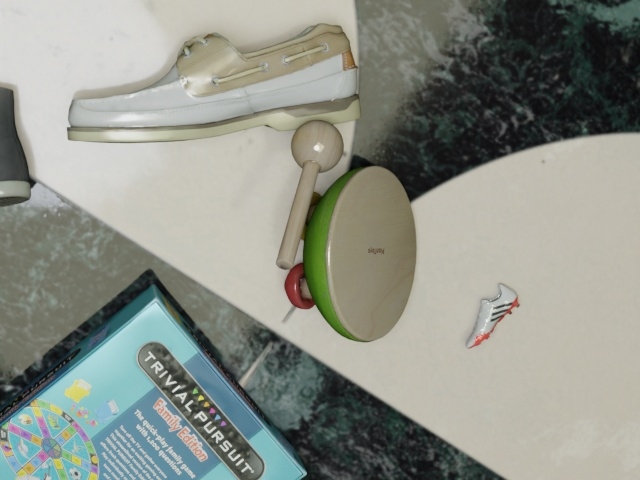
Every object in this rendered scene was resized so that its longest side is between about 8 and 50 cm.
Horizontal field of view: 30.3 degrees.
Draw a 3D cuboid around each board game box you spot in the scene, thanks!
[{"bbox_3d":[-0.226,0.251,1.253,0.336,0.079,0.254,-39,104,-2],"label":"board game box"}]

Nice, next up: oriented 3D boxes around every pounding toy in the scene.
[{"bbox_3d":[0.000,0.000,1.229,0.237,0.110,0.183,46,54,-49],"label":"pounding toy"}]

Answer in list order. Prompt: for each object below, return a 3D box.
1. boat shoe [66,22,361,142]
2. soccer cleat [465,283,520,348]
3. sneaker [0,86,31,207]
[{"bbox_3d":[-0.109,-0.156,1.192,0.302,0.113,0.103,-9,101,-20],"label":"boat shoe"},{"bbox_3d":[0.187,0.085,1.328,0.035,0.029,0.083,44,87,-6],"label":"soccer cleat"},{"bbox_3d":[-0.401,-0.083,1.172,0.222,0.083,0.118,-8,83,-2],"label":"sneaker"}]
